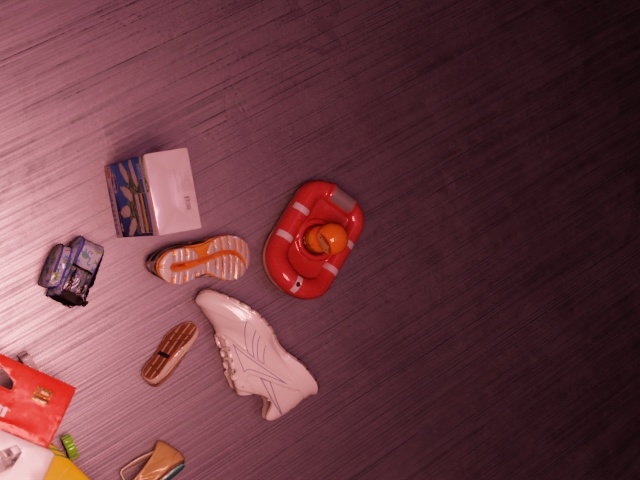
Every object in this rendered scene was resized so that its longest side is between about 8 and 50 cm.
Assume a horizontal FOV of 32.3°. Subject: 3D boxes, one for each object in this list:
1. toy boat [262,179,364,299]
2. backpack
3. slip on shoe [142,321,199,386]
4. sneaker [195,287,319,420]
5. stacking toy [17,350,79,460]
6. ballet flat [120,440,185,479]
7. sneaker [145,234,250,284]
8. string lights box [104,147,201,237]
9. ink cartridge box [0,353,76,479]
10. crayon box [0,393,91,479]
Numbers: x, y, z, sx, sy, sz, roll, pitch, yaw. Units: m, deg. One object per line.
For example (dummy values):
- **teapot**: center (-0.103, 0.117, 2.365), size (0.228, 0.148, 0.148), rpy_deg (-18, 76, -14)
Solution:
- **toy boat**: center (0.000, 0.000, 2.050), size (0.151, 0.151, 0.231), rpy_deg (35, 76, -20)
- **backpack**: center (-0.424, 0.048, 1.881), size (0.084, 0.105, 0.114), rpy_deg (30, 72, -22)
- **slip on shoe**: center (-0.266, 0.207, 1.989), size (0.135, 0.051, 0.041), rpy_deg (-55, 150, -24)
- **sneaker**: center (-0.131, 0.209, 2.017), size (0.129, 0.111, 0.297), rpy_deg (-44, 106, -13)
- **stacking toy**: center (-0.526, 0.315, 1.866), size (0.167, 0.052, 0.221), rpy_deg (-28, 103, -20)
- **ballet flat**: center (-0.342, 0.447, 1.945), size (0.073, 0.080, 0.232), rpy_deg (43, 68, 11)
- **sneaker**: center (-0.218, 0.031, 1.993), size (0.215, 0.083, 0.084), rpy_deg (-3, 96, -43)
- **string lights box**: center (-0.285, -0.076, 1.860), size (0.077, 0.260, 0.133), rpy_deg (-12, 94, -25)
- **ink cartridge box**: center (-0.534, 0.277, 1.679), size (0.275, 0.060, 0.238), rpy_deg (28, 68, -16)
- **crayon box**: center (-0.560, 0.444, 1.721), size (0.313, 0.106, 0.363), rpy_deg (46, 65, -9)
